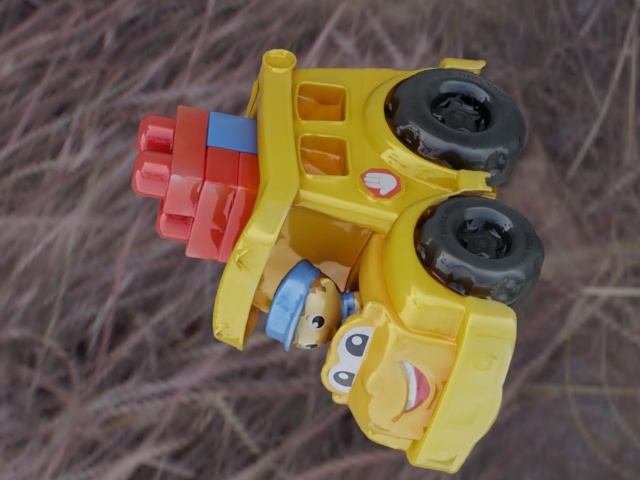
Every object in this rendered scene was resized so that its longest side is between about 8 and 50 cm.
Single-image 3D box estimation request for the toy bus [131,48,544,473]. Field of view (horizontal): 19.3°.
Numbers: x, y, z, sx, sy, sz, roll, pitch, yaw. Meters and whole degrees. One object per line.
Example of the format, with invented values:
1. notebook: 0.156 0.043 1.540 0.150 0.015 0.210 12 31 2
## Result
1. toy bus: 0.000 0.000 1.021 0.211 0.220 0.149 8 134 -12
